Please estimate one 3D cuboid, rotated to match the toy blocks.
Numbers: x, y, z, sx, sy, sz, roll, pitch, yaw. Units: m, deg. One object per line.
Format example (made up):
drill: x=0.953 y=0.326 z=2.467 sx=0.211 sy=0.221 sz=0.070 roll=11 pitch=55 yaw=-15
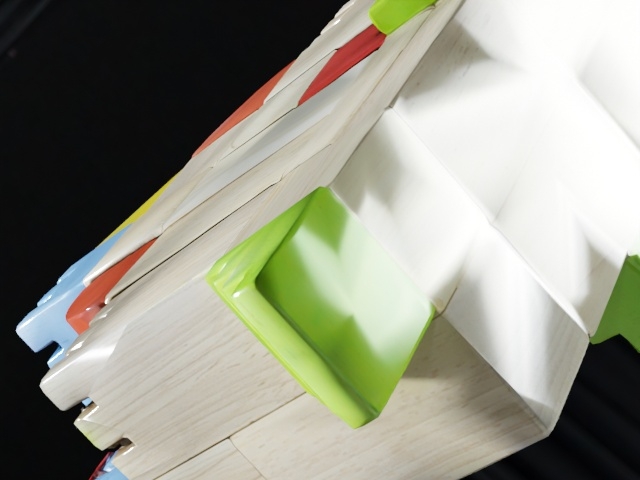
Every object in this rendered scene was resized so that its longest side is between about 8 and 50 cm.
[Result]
toy blocks: x=0.000 y=0.000 z=0.631 sx=0.261 sy=0.190 sz=0.381 roll=-33 pitch=14 yaw=38
